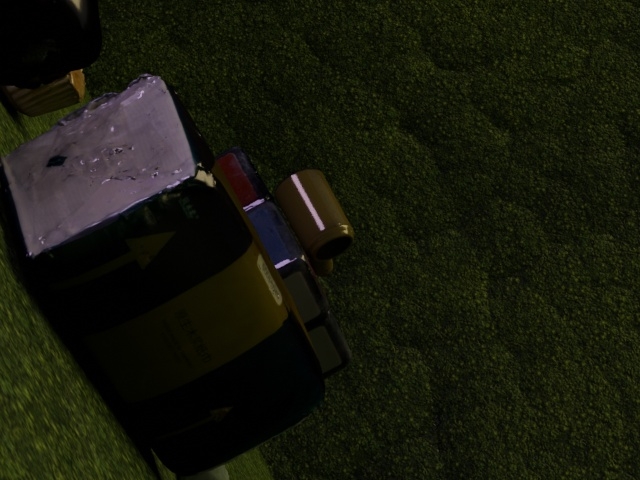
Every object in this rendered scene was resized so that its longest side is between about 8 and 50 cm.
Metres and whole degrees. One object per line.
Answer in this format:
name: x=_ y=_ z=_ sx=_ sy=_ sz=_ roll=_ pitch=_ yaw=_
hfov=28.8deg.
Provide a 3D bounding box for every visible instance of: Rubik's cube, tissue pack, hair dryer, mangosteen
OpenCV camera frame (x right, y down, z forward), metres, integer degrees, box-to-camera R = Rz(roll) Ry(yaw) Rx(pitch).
Rubik's cube: x=-0.170 y=0.091 z=2.122 sx=0.318 sy=0.316 sz=0.313 roll=59 pitch=-4 yaw=41
tissue pack: x=-0.191 y=0.047 z=1.533 sx=0.416 sy=0.253 sz=0.264 roll=63 pitch=-3 yaw=-38
hair dryer: x=0.000 y=0.000 z=2.120 sx=0.135 sy=0.090 sz=0.278 roll=60 pitch=-8 yaw=24
mangosteen: x=-0.408 y=-0.317 z=1.662 sx=0.243 sy=0.243 sz=0.243 roll=62 pitch=-3 yaw=6

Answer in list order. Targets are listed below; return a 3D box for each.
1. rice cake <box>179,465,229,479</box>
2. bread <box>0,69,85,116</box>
rice cake: x=-0.154 y=0.335 z=1.683 sx=0.336 sy=0.066 sz=0.063 roll=-128 pitch=-161 yaw=-77
bread: x=-0.468 y=-0.299 z=2.025 sx=0.250 sy=0.133 sz=0.179 roll=-114 pitch=-178 yaw=-63
